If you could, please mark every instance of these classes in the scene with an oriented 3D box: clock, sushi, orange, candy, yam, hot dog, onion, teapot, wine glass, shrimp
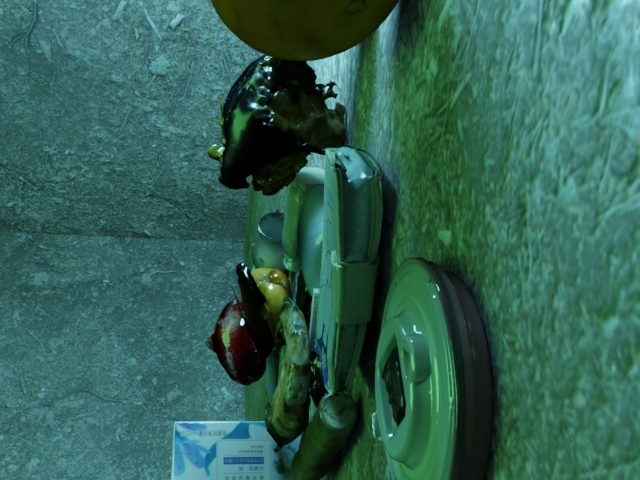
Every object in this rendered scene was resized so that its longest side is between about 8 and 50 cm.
[{"bbox_3d":[0.090,0.138,0.634,0.244,0.056,0.244,-177,90,-80],"label":"clock"},{"bbox_3d":[-0.080,-0.188,1.167,0.204,0.200,0.213,-18,54,52],"label":"sushi"},{"bbox_3d":[-0.017,-0.341,0.800,0.261,0.261,0.261,-177,90,-80],"label":"orange"},{"bbox_3d":[0.000,0.000,1.146,0.174,0.071,0.138,-104,22,-58],"label":"candy"},{"bbox_3d":[0.001,0.319,1.067,0.071,0.067,0.317,-51,-12,-33],"label":"yam"},{"bbox_3d":[-0.130,0.157,1.700,0.194,0.107,0.326,58,160,16],"label":"hot dog"},{"bbox_3d":[-0.252,0.303,2.072,0.272,0.195,0.272,0,-90,-77],"label":"onion"},{"bbox_3d":[-0.022,-0.028,1.296,0.107,0.077,0.200,49,140,47],"label":"teapot"},{"bbox_3d":[-0.118,0.025,1.714,0.204,0.111,0.111,103,166,-50],"label":"wine glass"},{"bbox_3d":[-0.059,0.235,1.180,0.365,0.071,0.233,108,161,-62],"label":"shrimp"}]

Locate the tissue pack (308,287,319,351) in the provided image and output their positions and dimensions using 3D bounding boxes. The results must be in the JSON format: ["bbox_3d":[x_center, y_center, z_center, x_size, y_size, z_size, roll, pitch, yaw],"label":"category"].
[{"bbox_3d":[0.011,0.130,1.098,0.023,0.056,0.108,-100,16,-71],"label":"tissue pack"}]

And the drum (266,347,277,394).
[{"bbox_3d":[-0.146,0.315,1.989,0.130,0.049,0.253,-86,-4,-59],"label":"drum"}]

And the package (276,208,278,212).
[{"bbox_3d":[-0.138,0.057,1.994,0.194,0.071,0.270,137,147,-73],"label":"package"}]

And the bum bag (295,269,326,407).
[{"bbox_3d":[-0.018,0.176,1.241,0.123,0.060,0.248,176,95,-77],"label":"bum bag"}]

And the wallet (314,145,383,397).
[{"bbox_3d":[0.031,0.036,0.942,0.223,0.077,0.310,-114,26,-73],"label":"wallet"}]

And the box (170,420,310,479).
[{"bbox_3d":[-0.156,0.466,1.335,0.116,0.274,0.203,114,157,-60],"label":"box"}]
